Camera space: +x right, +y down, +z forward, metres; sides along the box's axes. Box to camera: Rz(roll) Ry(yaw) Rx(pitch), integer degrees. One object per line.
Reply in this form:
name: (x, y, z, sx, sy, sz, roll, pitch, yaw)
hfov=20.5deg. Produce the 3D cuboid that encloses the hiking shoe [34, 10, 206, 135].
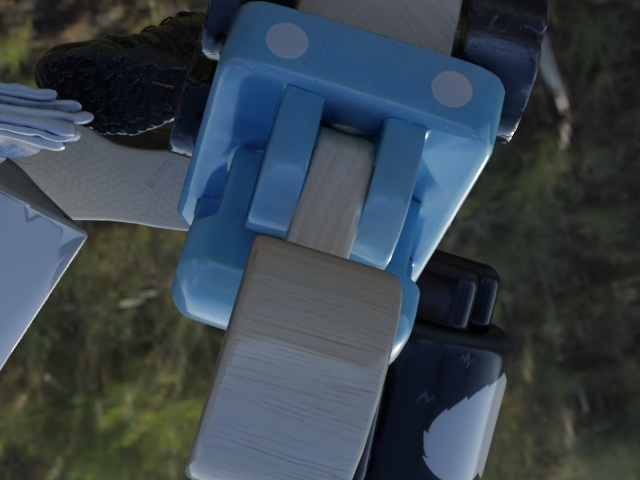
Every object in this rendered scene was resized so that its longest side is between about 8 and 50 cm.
hiking shoe: (-0.137, -0.153, 1.574, 0.227, 0.114, 0.086, 0, 119, 8)

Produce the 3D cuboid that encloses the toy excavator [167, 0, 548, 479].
toy excavator: (0.000, 0.000, 1.107, 0.222, 0.445, 0.433, 16, 153, -5)

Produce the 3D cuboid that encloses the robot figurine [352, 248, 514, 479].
robot figurine: (0.075, 0.147, 1.573, 0.209, 0.278, 0.173, 11, -173, -27)

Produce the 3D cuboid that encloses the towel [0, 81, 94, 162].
towel: (-0.277, -0.074, 1.075, 0.209, 0.034, 0.285, 9, 174, -23)

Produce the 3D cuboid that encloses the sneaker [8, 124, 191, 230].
sneaker: (-0.218, -0.075, 1.741, 0.296, 0.104, 0.147, 12, -172, -4)

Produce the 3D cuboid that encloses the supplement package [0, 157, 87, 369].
supplement package: (-0.375, 0.048, 1.522, 0.177, 0.175, 0.293, 30, 96, -43)
